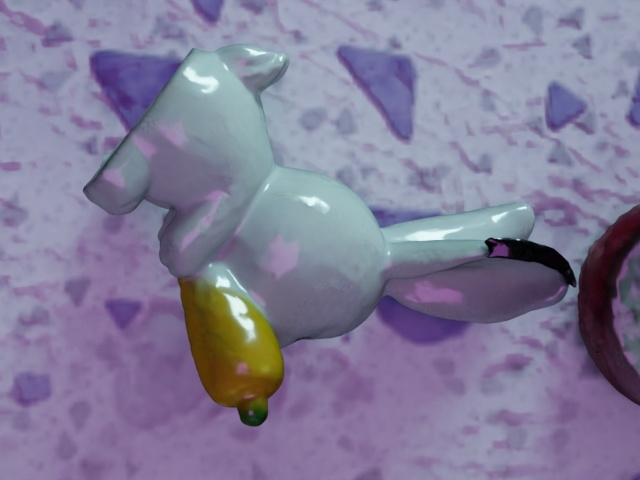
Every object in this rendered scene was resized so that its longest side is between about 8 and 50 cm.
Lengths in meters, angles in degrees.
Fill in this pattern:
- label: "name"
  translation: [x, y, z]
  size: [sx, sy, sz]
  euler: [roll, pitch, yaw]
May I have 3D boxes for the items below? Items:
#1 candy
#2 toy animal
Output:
- label: "candy"
  translation: [0.167, 0.029, 0.606]
  size: [0.103, 0.043, 0.103]
  euler: [0, 88, -3]
- label: "toy animal"
  translation: [0.000, 0.000, 0.564]
  size: [0.181, 0.131, 0.127]
  euler: [40, 108, -11]
